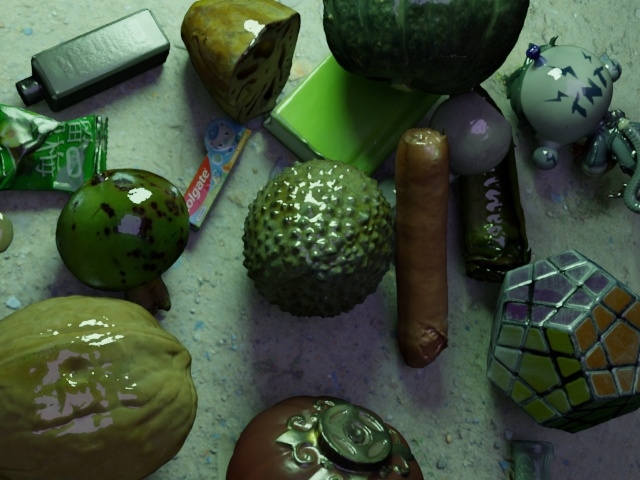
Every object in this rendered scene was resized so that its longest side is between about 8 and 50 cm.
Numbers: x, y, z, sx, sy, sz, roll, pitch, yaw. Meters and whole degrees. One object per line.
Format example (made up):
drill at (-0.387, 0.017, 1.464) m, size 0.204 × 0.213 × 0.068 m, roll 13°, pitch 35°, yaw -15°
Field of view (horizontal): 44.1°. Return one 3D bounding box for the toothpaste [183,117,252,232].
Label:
toothpaste at (-0.191, -0.114, 1.319) m, size 0.070 × 0.044 × 0.193 m, roll 29°, pitch 72°, yaw -11°

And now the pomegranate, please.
pomegranate at (-0.289, 0.008, 1.202) m, size 0.202 × 0.202 × 0.248 m, roll -28°, pitch 121°, yaw -21°

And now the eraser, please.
eraser at (0.061, -0.234, 1.404) m, size 0.210 × 0.092 × 0.274 m, roll 42°, pitch 69°, yaw -8°

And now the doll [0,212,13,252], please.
doll at (-0.591, -0.090, 1.106) m, size 0.235 × 0.174 × 0.330 m, roll -28°, pitch 90°, yaw -32°

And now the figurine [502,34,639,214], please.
figurine at (0.521, -0.231, 1.518) m, size 0.382 × 0.186 × 0.261 m, roll 39°, pitch 65°, yaw -5°

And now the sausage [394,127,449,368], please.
sausage at (0.170, 0.021, 1.313) m, size 0.094 × 0.094 × 0.419 m, roll 5°, pitch 112°, yaw 20°

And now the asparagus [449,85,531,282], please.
asparagus at (0.309, -0.112, 1.459) m, size 0.128 × 0.108 × 0.382 m, roll -3°, pitch 81°, yaw -13°

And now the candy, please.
candy at (-0.424, -0.138, 1.224) m, size 0.203 × 0.078 × 0.141 m, roll 4°, pitch 89°, yaw -41°

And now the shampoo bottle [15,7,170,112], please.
shampoo bottle at (-0.366, -0.283, 1.267) m, size 0.246 × 0.079 × 0.080 m, roll -31°, pitch 90°, yaw -21°

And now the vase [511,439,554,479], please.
vase at (0.373, 0.465, 1.391) m, size 0.096 × 0.096 × 0.220 m, roll 9°, pitch 75°, yaw -18°

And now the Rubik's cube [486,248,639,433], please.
Rubik's cube at (0.432, 0.175, 1.363) m, size 0.319 × 0.319 × 0.264 m, roll 35°, pitch 101°, yaw -11°

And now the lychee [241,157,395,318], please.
lychee at (0.000, 0.000, 1.249) m, size 0.255 × 0.274 × 0.255 m, roll 0°, pitch 105°, yaw 0°

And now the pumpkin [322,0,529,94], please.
pumpkin at (0.159, -0.369, 1.273) m, size 0.327 × 0.291 × 0.258 m, roll 8°, pitch 96°, yaw -9°

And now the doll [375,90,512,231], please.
doll at (0.197, -0.124, 1.369) m, size 0.151 × 0.151 × 0.287 m, roll 43°, pitch 104°, yaw -8°

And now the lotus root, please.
lotus root at (-0.154, -0.313, 1.295) m, size 0.180 × 0.188 × 0.199 m, roll 32°, pitch 41°, yaw 11°

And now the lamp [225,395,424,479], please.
lamp at (0.008, 0.370, 1.178) m, size 0.303 × 0.257 × 0.303 m, roll 18°, pitch 31°, yaw -12°

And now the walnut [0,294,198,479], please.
walnut at (-0.329, 0.211, 1.099) m, size 0.312 × 0.277 × 0.252 m, roll -14°, pitch 117°, yaw -24°
